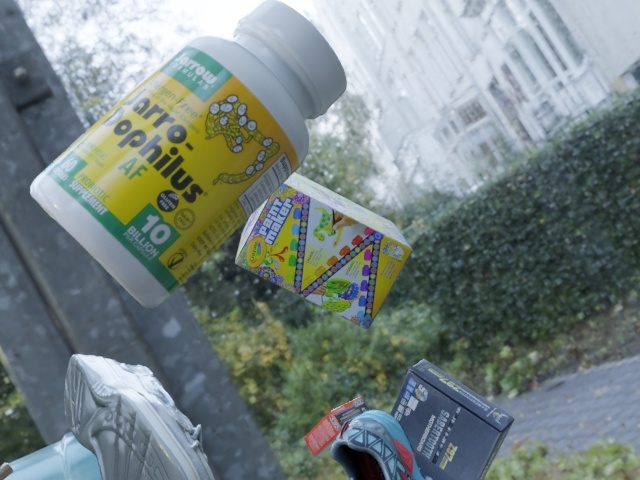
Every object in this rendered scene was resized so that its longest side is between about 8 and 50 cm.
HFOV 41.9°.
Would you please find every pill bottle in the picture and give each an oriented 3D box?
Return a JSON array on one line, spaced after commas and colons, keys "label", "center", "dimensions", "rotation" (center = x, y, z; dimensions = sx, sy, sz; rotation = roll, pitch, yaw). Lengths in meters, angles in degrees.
[{"label": "pill bottle", "center": [-0.082, -0.065, 0.574], "dimensions": [0.208, 0.117, 0.117], "rotation": [-45, -3, -12]}]

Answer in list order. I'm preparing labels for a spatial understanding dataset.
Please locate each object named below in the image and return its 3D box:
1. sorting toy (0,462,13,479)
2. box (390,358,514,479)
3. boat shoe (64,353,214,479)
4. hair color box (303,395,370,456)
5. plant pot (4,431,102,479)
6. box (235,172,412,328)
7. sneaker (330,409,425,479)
[{"label": "sorting toy", "center": [-0.240, 0.136, 0.519], "dimensions": [0.046, 0.132, 0.274], "rotation": [-40, 6, -36]}, {"label": "box", "center": [0.198, 0.345, 1.413], "dimensions": [0.059, 0.183, 0.232], "rotation": [-23, -41, -51]}, {"label": "boat shoe", "center": [-0.178, 0.200, 0.869], "dimensions": [0.103, 0.118, 0.320], "rotation": [3, 10, -33]}, {"label": "hair color box", "center": [0.030, 0.337, 1.510], "dimensions": [0.072, 0.043, 0.141], "rotation": [-19, -22, -34]}, {"label": "plant pot", "center": [-0.432, 0.473, 1.277], "dimensions": [0.334, 0.341, 0.341], "rotation": [-17, -10, -15]}, {"label": "box", "center": [0.000, 0.000, 1.642], "dimensions": [0.177, 0.279, 0.290], "rotation": [-61, 7, 9]}, {"label": "sneaker", "center": [0.096, 0.365, 1.138], "dimensions": [0.104, 0.261, 0.125], "rotation": [-45, -20, 31]}]
